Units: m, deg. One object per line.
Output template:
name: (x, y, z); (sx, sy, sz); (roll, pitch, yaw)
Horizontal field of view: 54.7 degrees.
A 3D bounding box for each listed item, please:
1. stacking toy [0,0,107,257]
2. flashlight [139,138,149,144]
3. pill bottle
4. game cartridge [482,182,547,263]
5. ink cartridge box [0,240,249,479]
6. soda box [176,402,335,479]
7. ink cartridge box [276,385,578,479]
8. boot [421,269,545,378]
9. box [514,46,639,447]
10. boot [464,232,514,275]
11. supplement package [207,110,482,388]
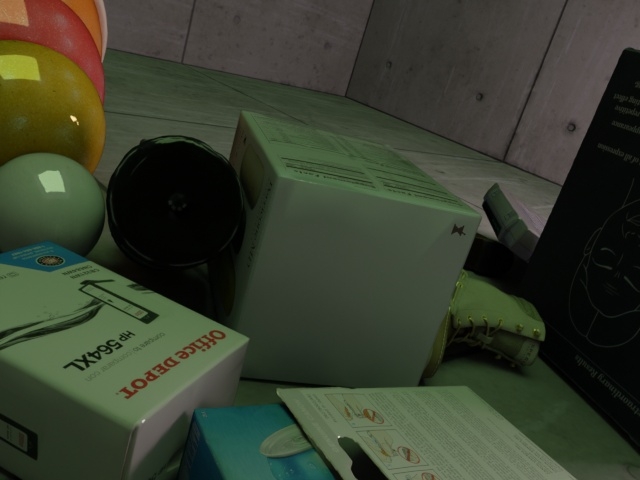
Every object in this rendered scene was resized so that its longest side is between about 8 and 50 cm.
stacking toy: (-0.374, -0.149, 0.720); (0.350, 0.351, 0.480); (1, 41, -40)
flashlight: (-0.122, -0.064, 0.909); (0.303, 0.103, 0.103); (13, 45, -16)
pill bottle: (-0.159, -0.029, 0.646); (0.122, 0.123, 0.219); (11, -6, -18)
game cartridge: (0.411, 0.010, 1.134); (0.230, 0.068, 0.355); (32, 18, -2)
ink cartridge box: (-0.175, 0.087, 0.443); (0.203, 0.086, 0.148); (22, 19, 15)
soda box: (-0.015, 0.183, 0.345); (0.071, 0.067, 0.210); (5, 23, -32)
ink cartridge box: (0.090, 0.178, 0.448); (0.224, 0.056, 0.181); (8, 21, -39)
boot: (0.180, 0.106, 0.723); (0.165, 0.077, 0.213); (29, 33, -2)
box: (0.447, 0.011, 0.732); (0.211, 0.396, 0.293); (11, 20, -22)
boot: (0.222, -0.001, 1.090); (0.219, 0.082, 0.106); (23, 6, -14)
supplement package: (0.000, 0.000, 0.669); (0.197, 0.199, 0.263); (10, 20, -19)
